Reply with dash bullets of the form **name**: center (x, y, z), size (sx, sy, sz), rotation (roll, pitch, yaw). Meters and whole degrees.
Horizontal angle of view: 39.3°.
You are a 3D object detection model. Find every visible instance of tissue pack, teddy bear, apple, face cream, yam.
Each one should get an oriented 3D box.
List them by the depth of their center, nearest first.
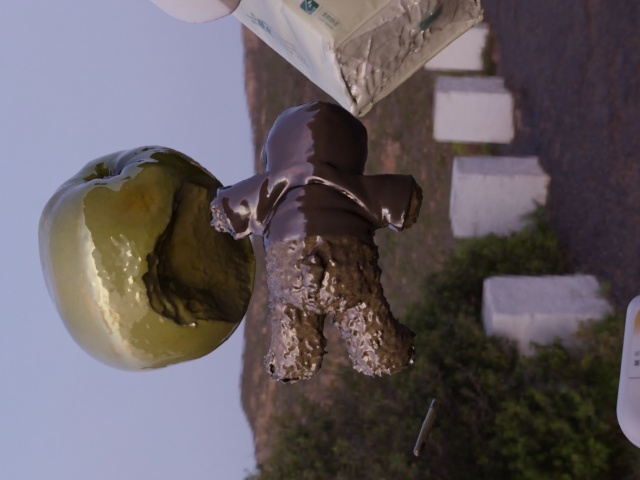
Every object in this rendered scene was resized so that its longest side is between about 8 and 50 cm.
- **teddy bear**: center (0.000, 0.002, 0.494), size (0.078, 0.119, 0.161), rotation (-34, -63, -86)
- **apple**: center (-0.213, 0.018, 1.102), size (0.279, 0.279, 0.279), rotation (4, -90, -86)
- **yam**: center (0.142, 0.247, 1.188), size (0.107, 0.014, 0.014), rotation (-56, -26, -52)
- **face cream**: center (0.465, 0.209, 1.191), size (0.071, 0.143, 0.291), rotation (36, -118, -45)
- **tissue pack**: center (0.029, -0.414, 1.417), size (0.297, 0.380, 0.207), rotation (-41, -33, -11)

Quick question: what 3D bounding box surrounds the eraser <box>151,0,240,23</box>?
- **eraser**: center (-0.245, -0.399, 1.196), size (0.270, 0.174, 0.095), rotation (33, -101, -43)
